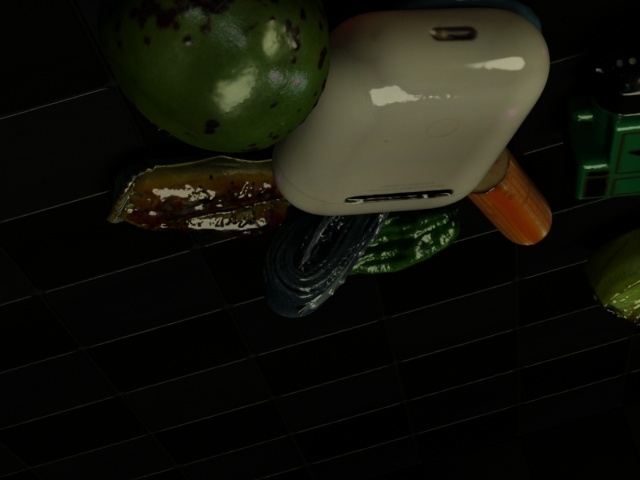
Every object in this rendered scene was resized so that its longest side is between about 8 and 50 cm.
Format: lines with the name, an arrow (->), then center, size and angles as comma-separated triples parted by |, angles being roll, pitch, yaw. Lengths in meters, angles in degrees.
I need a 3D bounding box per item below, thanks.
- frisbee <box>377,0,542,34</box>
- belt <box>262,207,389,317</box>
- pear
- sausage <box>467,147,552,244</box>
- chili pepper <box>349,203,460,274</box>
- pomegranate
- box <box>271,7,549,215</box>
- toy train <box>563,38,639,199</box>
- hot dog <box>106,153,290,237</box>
frisbee -> 0.134, -0.237, 1.871 | 0.289, 0.049, 0.289 | -10, 156, -5
belt -> 0.000, 0.000, 2.131 | 0.218, 0.122, 0.128 | -54, 172, -23
pear -> 0.615, 0.031, 2.600 | 0.238, 0.164, 0.255 | 22, 131, -38
sausage -> 0.288, -0.064, 2.279 | 0.093, 0.093, 0.312 | -23, 155, 15
chili pepper -> 0.097, 0.002, 2.300 | 0.253, 0.083, 0.099 | -19, 117, 11
pomegranate -> -0.102, -0.223, 1.563 | 0.254, 0.254, 0.270 | 11, 125, -44
box -> 0.104, -0.151, 1.810 | 0.289, 0.141, 0.349 | -6, 155, -20
toy train -> 0.463, -0.177, 2.066 | 0.249, 0.178, 0.429 | -6, 156, 4
hot dog -> -0.158, -0.060, 2.036 | 0.270, 0.082, 0.162 | -2, 150, -25
